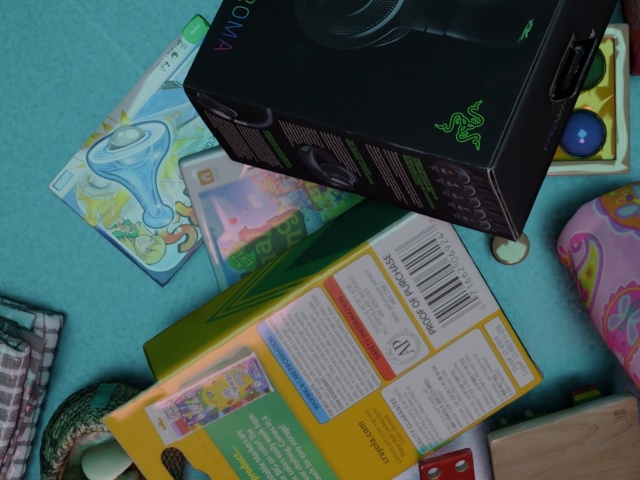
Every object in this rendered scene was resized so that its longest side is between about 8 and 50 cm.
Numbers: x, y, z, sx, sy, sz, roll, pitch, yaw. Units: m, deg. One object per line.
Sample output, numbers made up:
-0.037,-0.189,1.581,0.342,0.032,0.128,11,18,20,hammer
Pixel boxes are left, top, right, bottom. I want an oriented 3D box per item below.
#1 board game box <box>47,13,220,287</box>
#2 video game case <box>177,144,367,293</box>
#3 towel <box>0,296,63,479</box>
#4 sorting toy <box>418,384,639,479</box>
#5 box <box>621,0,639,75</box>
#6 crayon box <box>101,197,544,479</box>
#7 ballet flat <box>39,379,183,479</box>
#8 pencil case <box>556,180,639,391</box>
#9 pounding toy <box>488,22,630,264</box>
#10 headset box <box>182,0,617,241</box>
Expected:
-0.121,-0.078,1.375,0.136,0.035,0.201,41,96,-2,board game box
0.000,0.000,1.364,0.193,0.023,0.212,-18,106,-3,video game case
-0.386,0.141,1.348,0.284,0.121,0.235,18,94,-1,towel
0.201,0.196,1.373,0.275,0.046,0.132,-17,122,-7,sorting toy
0.412,-0.229,1.316,0.300,0.154,0.142,-8,93,-1,box
-0.002,0.116,1.327,0.323,0.083,0.203,-33,115,-2,crayon box
-0.187,0.364,1.332,0.164,0.182,0.482,-1,94,2,ballet flat
0.305,0.083,1.291,0.124,0.124,0.284,-30,58,1,pencil case
0.169,-0.079,1.352,0.181,0.094,0.206,-1,93,0,pounding toy
0.079,-0.159,1.244,0.283,0.131,0.246,18,72,24,headset box
